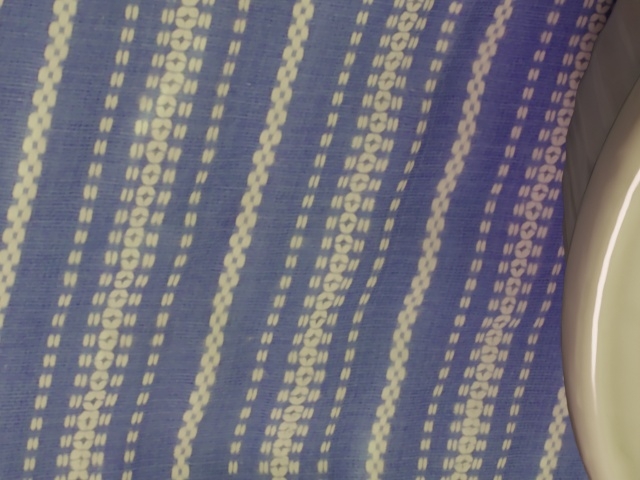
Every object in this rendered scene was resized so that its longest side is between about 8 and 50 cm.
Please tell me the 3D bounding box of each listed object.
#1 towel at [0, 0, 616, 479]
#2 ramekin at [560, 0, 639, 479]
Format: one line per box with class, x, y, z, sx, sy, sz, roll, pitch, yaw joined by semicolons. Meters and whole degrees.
towel;0.000;0.000;0.565;0.336;0.040;0.243;2;112;-35
ramekin;0.192;-0.007;0.541;0.272;0.127;0.273;-3;115;-6
